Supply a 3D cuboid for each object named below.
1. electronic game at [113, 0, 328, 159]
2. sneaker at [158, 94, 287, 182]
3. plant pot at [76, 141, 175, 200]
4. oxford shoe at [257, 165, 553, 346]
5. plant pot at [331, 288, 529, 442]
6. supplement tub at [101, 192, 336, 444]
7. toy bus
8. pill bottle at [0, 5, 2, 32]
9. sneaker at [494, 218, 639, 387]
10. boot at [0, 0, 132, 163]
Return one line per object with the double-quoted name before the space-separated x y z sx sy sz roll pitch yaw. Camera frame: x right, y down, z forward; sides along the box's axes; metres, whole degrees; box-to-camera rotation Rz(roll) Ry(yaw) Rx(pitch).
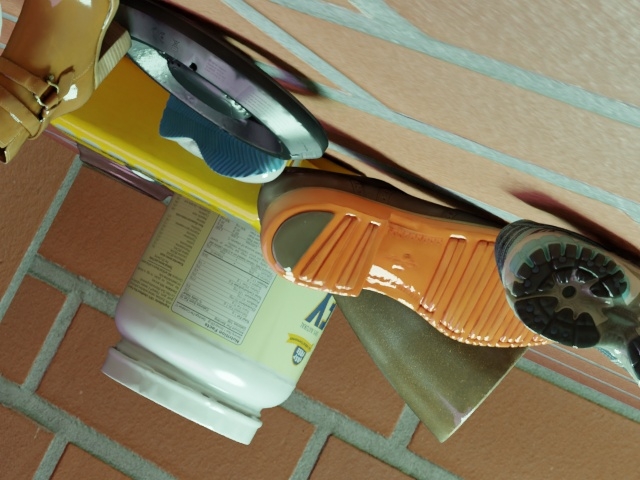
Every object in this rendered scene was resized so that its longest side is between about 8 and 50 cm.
"electronic game" -0.090 -0.141 1.705 0.229 0.048 0.229 34 173 5
"sneaker" -0.075 -0.105 1.934 0.092 0.087 0.228 20 -173 -28
"plant pot" -0.226 -0.122 2.488 0.237 0.110 0.237 26 176 2
"oxford shoe" 0.109 0.002 1.969 0.363 0.130 0.133 20 -153 -20
"plant pot" 0.118 0.071 2.213 0.230 0.215 0.215 41 177 3
"supplement tub" -0.100 0.054 2.348 0.235 0.325 0.235 27 177 2
"toy bus" -0.119 -0.096 2.119 0.332 0.108 0.130 27 175 11
"pill bottle" -0.467 -0.247 1.908 0.318 0.176 0.176 25 176 28
"sneaker" 0.271 0.057 1.726 0.283 0.110 0.122 31 -167 -24
"boot" -0.231 -0.152 1.575 0.073 0.152 0.197 37 165 28
